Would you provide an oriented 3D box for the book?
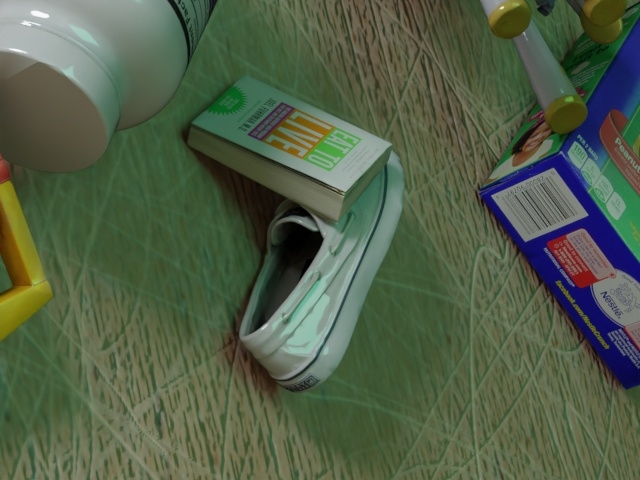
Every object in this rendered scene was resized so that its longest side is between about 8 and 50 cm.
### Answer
[{"bbox_3d":[-0.024,-0.080,1.514,0.144,0.035,0.096,26,41,14],"label":"book"}]

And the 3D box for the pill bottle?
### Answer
[{"bbox_3d":[-0.163,-0.209,1.366,0.181,0.181,0.323,42,48,-26],"label":"pill bottle"}]

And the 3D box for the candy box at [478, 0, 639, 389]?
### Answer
[{"bbox_3d":[0.330,-0.055,1.872,0.268,0.122,0.317,52,42,-16],"label":"candy box"}]

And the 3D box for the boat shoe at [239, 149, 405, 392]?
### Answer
[{"bbox_3d":[0.000,0.000,1.513,0.084,0.095,0.258,42,44,-30],"label":"boat shoe"}]

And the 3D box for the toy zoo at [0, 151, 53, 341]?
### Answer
[{"bbox_3d":[-0.289,-0.016,1.198,0.192,0.030,0.293,-30,108,-38],"label":"toy zoo"}]

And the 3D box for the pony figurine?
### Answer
[{"bbox_3d":[0.138,-0.318,1.677,0.363,0.303,0.351,63,9,32],"label":"pony figurine"}]
